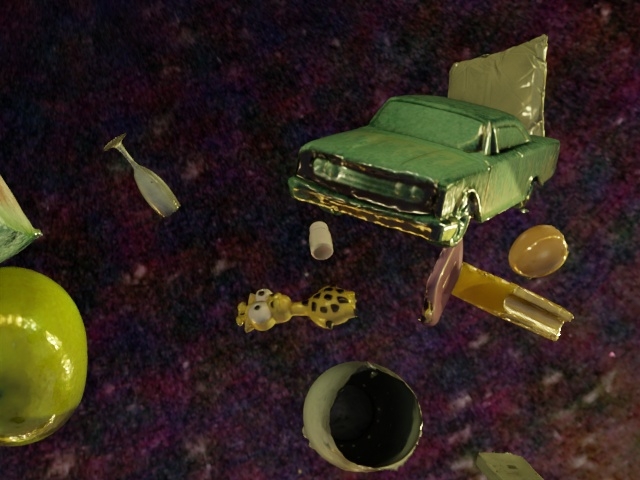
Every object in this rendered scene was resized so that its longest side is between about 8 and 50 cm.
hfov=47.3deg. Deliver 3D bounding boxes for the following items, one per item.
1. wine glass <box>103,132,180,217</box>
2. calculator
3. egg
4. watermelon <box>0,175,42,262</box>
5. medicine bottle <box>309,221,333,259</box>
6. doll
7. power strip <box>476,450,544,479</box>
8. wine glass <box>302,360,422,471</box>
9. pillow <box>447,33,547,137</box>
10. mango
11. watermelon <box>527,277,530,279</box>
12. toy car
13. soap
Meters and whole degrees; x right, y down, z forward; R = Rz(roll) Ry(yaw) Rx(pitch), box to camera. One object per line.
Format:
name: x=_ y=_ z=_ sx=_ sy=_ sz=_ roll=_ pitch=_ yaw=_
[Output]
wine glass: x=-0.386 y=-0.137 z=1.591 sx=0.066 sy=0.066 sz=0.198 roll=-33 pitch=116 yaw=3
calculator: x=0.291 y=0.091 z=1.727 sx=0.194 sy=0.043 sz=0.294 roll=-59 pitch=161 yaw=-22
egg: x=0.343 y=0.020 z=1.158 sx=0.096 sy=0.080 sz=0.080 roll=-38 pitch=130 yaw=-11
watermelon: x=-0.450 y=-0.087 z=0.719 sx=0.228 sy=0.258 sz=0.387 roll=-24 pitch=160 yaw=1
medicine bottle: x=0.000 y=0.000 z=1.696 sx=0.052 sy=0.089 sz=0.052 roll=-4 pitch=130 yaw=-4
doll: x=-0.055 y=0.153 z=1.663 sx=0.291 sy=0.117 sz=0.086 roll=-4 pitch=135 yaw=14
power strip: x=0.306 y=0.375 z=1.120 sx=0.080 sy=0.227 sz=0.029 roll=8 pitch=97 yaw=-9
wine glass: x=0.038 y=0.181 z=0.758 sx=0.111 sy=0.111 sz=0.204 roll=-18 pitch=170 yaw=-10
pillow: x=0.404 y=-0.307 z=1.688 sx=0.076 sy=0.280 sz=0.274 roll=10 pitch=81 yaw=-36
mango: x=-0.335 y=0.133 z=0.807 sx=0.149 sy=0.185 sz=0.273 roll=-14 pitch=165 yaw=-23
watermelon: x=0.499 y=0.028 z=1.672 sx=0.109 sy=0.109 sz=0.109 roll=-11 pitch=127 yaw=-15
toy car: x=0.107 y=-0.075 z=0.646 sx=0.320 sy=0.141 sz=0.097 roll=-22 pitch=126 yaw=-57
soap: x=0.519 y=0.170 z=1.991 sx=0.324 sy=0.204 sz=0.096 roll=23 pitch=92 yaw=-41
